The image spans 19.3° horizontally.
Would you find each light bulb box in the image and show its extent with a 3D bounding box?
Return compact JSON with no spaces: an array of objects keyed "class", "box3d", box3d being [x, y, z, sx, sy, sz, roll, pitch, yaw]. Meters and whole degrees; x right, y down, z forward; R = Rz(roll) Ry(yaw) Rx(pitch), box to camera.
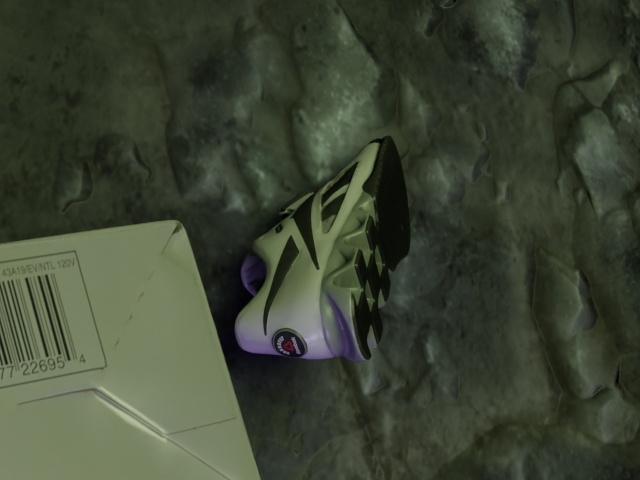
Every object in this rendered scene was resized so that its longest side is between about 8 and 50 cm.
[{"class":"light bulb box","box3d":[-0.299,0.162,1.366,0.358,0.361,0.225,-9,77,-38]}]

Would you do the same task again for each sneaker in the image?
[{"class":"sneaker","box3d":[0.000,0.000,1.806,0.330,0.146,0.122,-64,143,-58]}]
